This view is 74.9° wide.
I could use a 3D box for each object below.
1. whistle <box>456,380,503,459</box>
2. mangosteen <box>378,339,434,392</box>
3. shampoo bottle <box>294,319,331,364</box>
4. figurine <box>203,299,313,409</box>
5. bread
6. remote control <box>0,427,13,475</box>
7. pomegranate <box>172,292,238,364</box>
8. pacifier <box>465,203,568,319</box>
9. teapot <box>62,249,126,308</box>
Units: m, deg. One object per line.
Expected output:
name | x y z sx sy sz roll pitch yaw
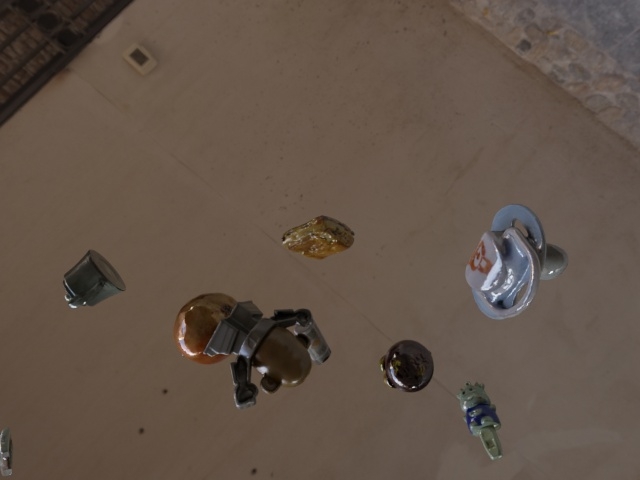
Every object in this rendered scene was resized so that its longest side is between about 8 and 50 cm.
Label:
whistle | 0.496 0.547 1.294 0.092 0.110 0.244 43 -155 -33
mangosteen | 0.309 0.470 1.560 0.192 0.192 0.217 43 142 -13
shampoo bottle | -0.027 0.391 1.612 0.056 0.086 0.227 33 154 45
figurine | -0.155 0.311 1.204 0.285 0.342 0.167 28 159 12
bread | 0.000 0.000 1.517 0.235 0.211 0.099 18 -124 -54
remote control | -0.792 0.536 1.050 0.029 0.166 0.065 1 -133 -33
pomegranate | -0.389 0.315 1.447 0.229 0.270 0.252 52 -157 19
pacifier | 0.453 0.061 0.934 0.227 0.208 0.278 -104 20 -47
teapot | -0.709 0.136 1.269 0.162 0.149 0.239 60 167 -28
